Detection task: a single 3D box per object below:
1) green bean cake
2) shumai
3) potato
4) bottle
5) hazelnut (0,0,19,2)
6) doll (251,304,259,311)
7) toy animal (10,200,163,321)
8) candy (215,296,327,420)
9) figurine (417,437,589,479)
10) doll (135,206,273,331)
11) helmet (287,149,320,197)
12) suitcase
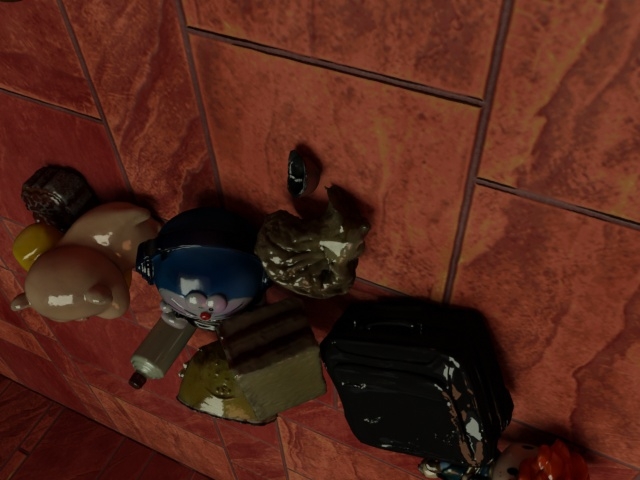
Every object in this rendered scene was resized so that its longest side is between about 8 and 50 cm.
[{"bbox_3d":[-0.629,-0.070,1.562,0.198,0.097,0.232,11,141,27],"label":"green bean cake"},{"bbox_3d":[0.000,0.000,1.133,0.206,0.166,0.175,18,142,-25],"label":"shumai"},{"bbox_3d":[-0.219,0.373,1.738,0.300,0.196,0.246,19,179,-37],"label":"potato"},{"bbox_3d":[-0.437,0.296,1.741,0.104,0.245,0.104,20,143,16],"label":"bottle"},{"bbox_3d":[-0.482,-0.440,0.936,0.182,0.182,0.182,20,144,16],"label":"hazelnut"},{"bbox_3d":[-0.157,0.237,1.551,0.314,0.141,0.177,47,138,-17],"label":"doll"},{"bbox_3d":[-0.508,0.088,1.454,0.345,0.247,0.277,-18,135,1],"label":"toy animal"},{"bbox_3d":[-0.092,0.253,1.338,0.320,0.179,0.135,82,166,-60],"label":"candy"},{"bbox_3d":[0.392,0.515,1.444,0.412,0.241,0.306,32,125,30],"label":"figurine"},{"bbox_3d":[-0.228,0.068,1.319,0.284,0.240,0.310,1,154,-2],"label":"doll"},{"bbox_3d":[-0.025,-0.115,1.094,0.065,0.049,0.084,43,134,50],"label":"helmet"},{"bbox_3d":[0.192,0.280,1.298,0.345,0.188,0.339,0,121,40],"label":"suitcase"}]
